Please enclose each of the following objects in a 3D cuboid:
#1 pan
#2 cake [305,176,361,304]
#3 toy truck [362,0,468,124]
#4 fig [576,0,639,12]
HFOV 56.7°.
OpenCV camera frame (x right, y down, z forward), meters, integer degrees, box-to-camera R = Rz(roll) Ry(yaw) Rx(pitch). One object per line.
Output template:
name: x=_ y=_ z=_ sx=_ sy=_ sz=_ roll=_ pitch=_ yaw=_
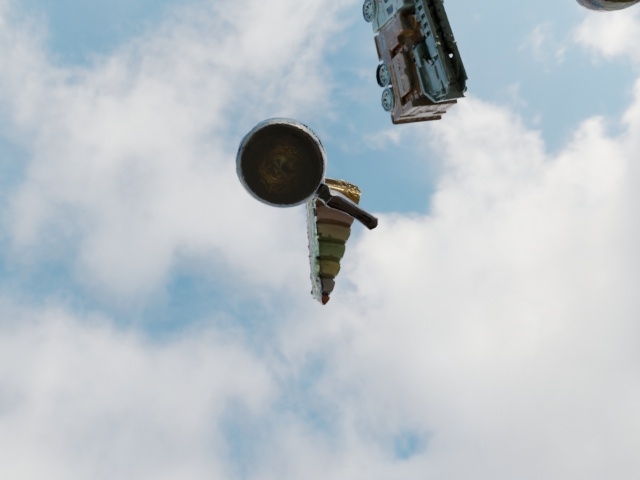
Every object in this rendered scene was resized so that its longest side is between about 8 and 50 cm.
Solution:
pan: x=-0.010 y=-0.066 z=0.746 sx=0.212 sy=0.040 sz=0.115 roll=34 pitch=-68 yaw=-19
cake: x=0.021 y=-0.001 z=1.039 sx=0.090 sy=0.109 sz=0.225 roll=-3 pitch=-83 yaw=-11
toy truck: x=0.196 y=-0.424 z=1.207 sx=0.133 sy=0.184 sz=0.338 roll=-10 pitch=-94 yaw=-21
fig: x=0.541 y=-0.467 z=1.077 sx=0.155 sy=0.109 sz=0.103 roll=20 pitch=-112 yaw=21
